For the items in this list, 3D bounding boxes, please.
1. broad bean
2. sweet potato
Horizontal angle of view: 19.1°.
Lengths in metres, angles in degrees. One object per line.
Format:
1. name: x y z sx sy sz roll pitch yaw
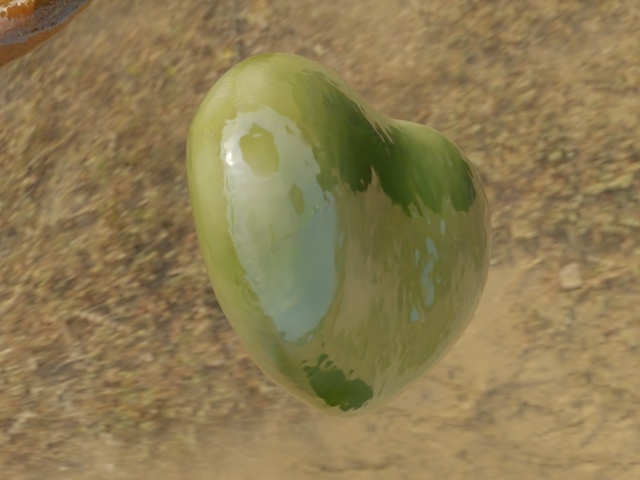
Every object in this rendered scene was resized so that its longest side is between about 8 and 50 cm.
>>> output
1. broad bean: 0.000 0.000 1.008 0.263 0.121 0.189 16 67 -61
2. sweet potato: -0.277 -0.176 1.643 0.202 0.055 0.058 -29 125 10
